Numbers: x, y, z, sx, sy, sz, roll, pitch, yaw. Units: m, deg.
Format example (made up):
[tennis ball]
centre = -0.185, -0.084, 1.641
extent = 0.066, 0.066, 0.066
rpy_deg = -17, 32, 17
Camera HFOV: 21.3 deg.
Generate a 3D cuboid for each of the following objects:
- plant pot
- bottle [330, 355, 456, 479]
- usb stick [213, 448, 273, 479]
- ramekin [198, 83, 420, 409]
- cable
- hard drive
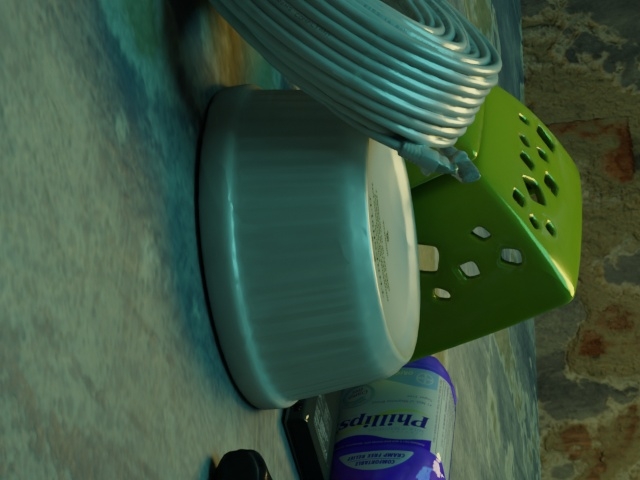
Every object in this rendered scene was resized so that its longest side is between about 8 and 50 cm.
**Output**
[plant pot]
centre = 0.100, -0.043, 1.612
extent = 0.207, 0.228, 0.227
rpy_deg = 54, 26, -26
[bottle]
centre = 0.059, 0.217, 1.569
extent = 0.283, 0.118, 0.092
rpy_deg = -75, 156, -56
[usb stick]
centre = -0.029, 0.264, 1.322
extent = 0.278, 0.045, 0.077
rpy_deg = 70, 12, -46
[ramekin]
centre = 0.000, 0.000, 1.387
extent = 0.273, 0.127, 0.272
rpy_deg = -6, 90, -78
[cable]
centre = 0.020, -0.175, 1.324
extent = 0.257, 0.089, 0.257
rpy_deg = 27, 22, -26
[hard drive]
centre = -0.005, 0.147, 1.531
extent = 0.135, 0.022, 0.094
rpy_deg = -79, 159, -52
